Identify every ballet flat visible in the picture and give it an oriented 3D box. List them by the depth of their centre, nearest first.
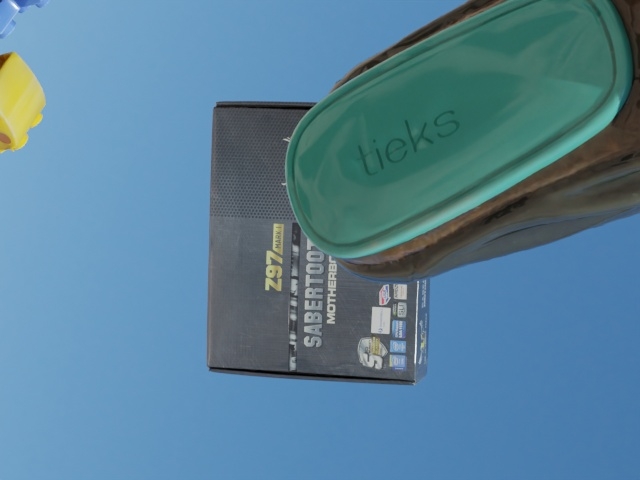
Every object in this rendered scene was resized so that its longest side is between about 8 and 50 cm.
[{"bbox_3d":[0.112,-0.058,0.452,0.280,0.096,0.095,-20,-105,41],"label":"ballet flat"}]

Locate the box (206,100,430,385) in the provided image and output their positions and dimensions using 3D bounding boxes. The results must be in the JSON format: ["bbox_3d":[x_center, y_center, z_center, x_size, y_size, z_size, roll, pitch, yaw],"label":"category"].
[{"bbox_3d":[0.000,0.000,1.344,0.059,0.183,0.232,-10,103,-75],"label":"box"}]

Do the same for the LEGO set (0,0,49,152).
[{"bbox_3d":[-0.096,-0.081,0.476,0.227,0.093,0.087,-2,-131,47],"label":"LEGO set"}]
